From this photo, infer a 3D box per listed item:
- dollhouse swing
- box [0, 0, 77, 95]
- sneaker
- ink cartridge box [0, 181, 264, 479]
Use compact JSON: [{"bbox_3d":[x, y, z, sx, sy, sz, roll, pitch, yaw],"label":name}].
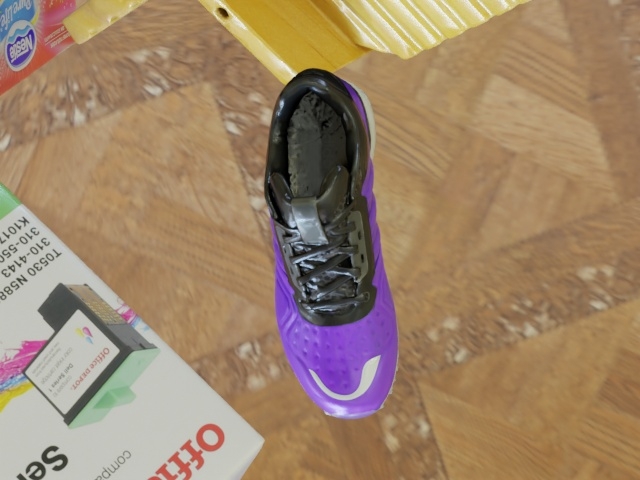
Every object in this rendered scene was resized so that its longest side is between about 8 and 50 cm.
[{"bbox_3d":[-0.008,-0.229,1.549,0.315,0.347,0.305,44,54,-20],"label":"dollhouse swing"},{"bbox_3d":[-0.348,-0.213,1.489,0.154,0.300,0.142,0,111,13],"label":"box"},{"bbox_3d":[-0.001,0.000,1.323,0.102,0.146,0.293,-8,83,7],"label":"sneaker"},{"bbox_3d":[-0.204,0.108,0.984,0.278,0.117,0.201,43,57,5],"label":"ink cartridge box"}]
